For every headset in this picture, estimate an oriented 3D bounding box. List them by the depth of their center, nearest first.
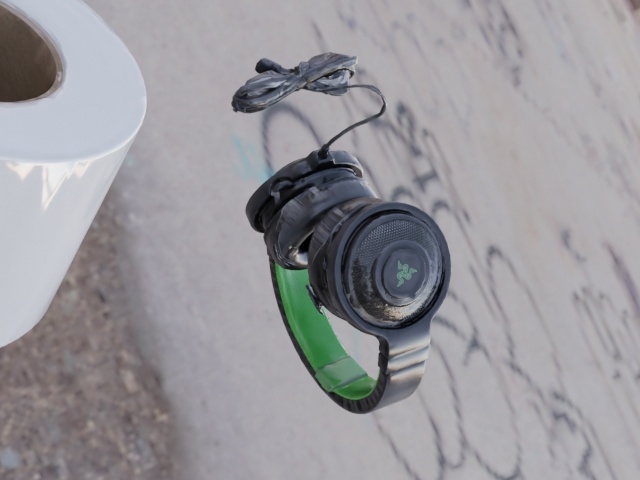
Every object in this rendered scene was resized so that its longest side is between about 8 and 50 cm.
[{"bbox_3d":[0.000,0.000,1.451,0.243,0.185,0.394,42,-39,46],"label":"headset"}]

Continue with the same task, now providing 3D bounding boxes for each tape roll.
[{"bbox_3d":[-0.255,-0.068,0.941,0.246,0.169,0.246,22,33,-16],"label":"tape roll"}]
